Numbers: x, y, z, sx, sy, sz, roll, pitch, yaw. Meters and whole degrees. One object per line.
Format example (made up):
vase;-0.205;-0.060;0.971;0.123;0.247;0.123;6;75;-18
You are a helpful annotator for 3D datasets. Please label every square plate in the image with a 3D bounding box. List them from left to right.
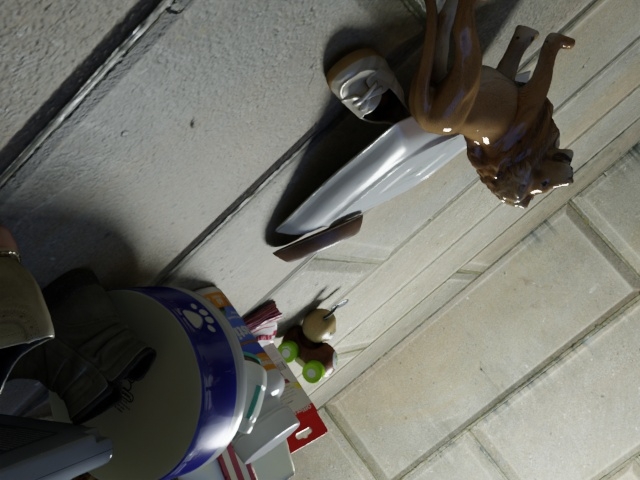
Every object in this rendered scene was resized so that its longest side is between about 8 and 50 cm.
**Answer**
square plate;0.136;-0.126;1.276;0.347;0.049;0.344;-26;173;-39

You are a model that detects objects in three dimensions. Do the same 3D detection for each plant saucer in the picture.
plant saucer;0.000;0.000;1.371;0.168;0.029;0.168;-23;-179;0

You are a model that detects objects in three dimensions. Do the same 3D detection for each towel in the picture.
towel;-0.198;0.260;1.759;0.237;0.037;0.329;-31;162;-20

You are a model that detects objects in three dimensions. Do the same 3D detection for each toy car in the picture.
toy car;0.007;0.223;1.932;0.188;0.149;0.155;-55;172;15

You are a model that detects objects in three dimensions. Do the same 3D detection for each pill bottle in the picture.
pill bottle;-0.155;0.224;1.328;0.152;0.272;0.152;-35;164;-12

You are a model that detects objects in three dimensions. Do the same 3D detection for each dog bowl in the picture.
dog bowl;-0.237;0.194;1.092;0.265;0.265;0.104;-43;161;19

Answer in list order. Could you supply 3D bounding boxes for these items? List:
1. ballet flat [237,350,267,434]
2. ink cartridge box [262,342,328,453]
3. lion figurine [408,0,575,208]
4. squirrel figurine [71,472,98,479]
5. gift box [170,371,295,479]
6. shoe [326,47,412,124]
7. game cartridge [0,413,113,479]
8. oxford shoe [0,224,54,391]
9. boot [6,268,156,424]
ballet flat;-0.256;0.261;1.214;0.400;0.139;0.139;-15;176;29
ink cartridge box;-0.103;0.349;1.721;0.134;0.231;0.078;-17;157;-46
lion figurine;0.208;-0.184;1.056;0.392;0.142;0.240;12;105;-40
squirrel figurine;-0.397;0.507;1.409;0.397;0.370;0.281;-42;151;13
gift box;-0.192;0.348;1.492;0.255;0.276;0.258;-31;127;-28
shoe;0.073;-0.195;1.055;0.076;0.058;0.219;-42;163;14
game cartridge;-0.423;0.258;0.954;0.297;0.062;0.198;-1;-172;31
oxford shoe;-0.426;0.158;0.807;0.397;0.146;0.140;-43;166;19
boot;-0.335;0.163;0.985;0.246;0.161;0.083;-38;163;1
